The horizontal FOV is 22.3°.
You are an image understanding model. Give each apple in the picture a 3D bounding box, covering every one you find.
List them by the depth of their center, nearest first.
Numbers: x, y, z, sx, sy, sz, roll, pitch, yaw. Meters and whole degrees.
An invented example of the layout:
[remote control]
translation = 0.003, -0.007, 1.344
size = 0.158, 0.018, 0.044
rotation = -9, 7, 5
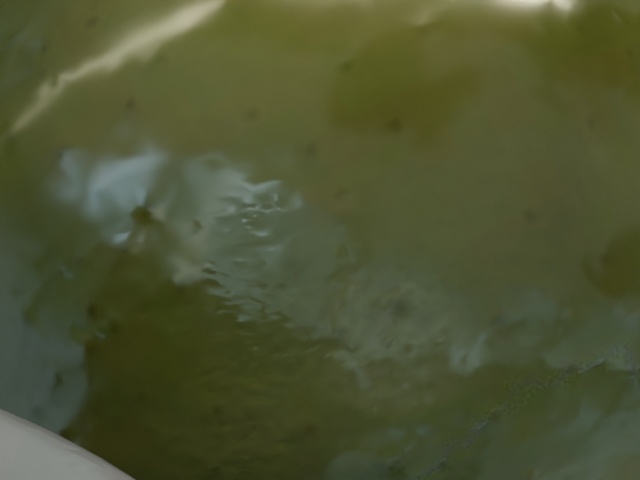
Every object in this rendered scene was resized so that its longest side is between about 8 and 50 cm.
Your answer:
[apple]
translation = 0.000, 0.000, 0.587
size = 0.357, 0.357, 0.357
rotation = 15, 26, -8

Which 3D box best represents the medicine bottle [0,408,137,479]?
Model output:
[medicine bottle]
translation = -0.135, 0.200, 0.307
size = 0.245, 0.306, 0.245
rotation = 14, 24, -7
